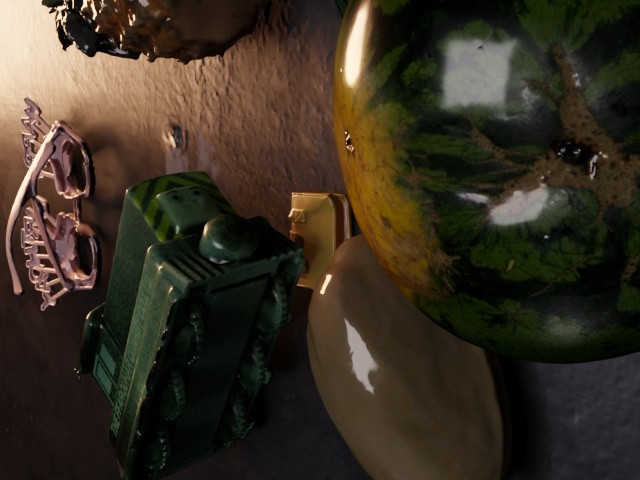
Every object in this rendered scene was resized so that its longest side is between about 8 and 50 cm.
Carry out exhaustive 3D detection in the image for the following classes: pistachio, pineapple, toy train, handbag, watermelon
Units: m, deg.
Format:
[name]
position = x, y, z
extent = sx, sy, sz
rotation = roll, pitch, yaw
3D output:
[pistachio]
position = 0.066, 0.102, 0.769
extent = 0.136, 0.136, 0.226
rotation = -32, 83, 46
[pineapple]
position = -0.185, -0.238, 0.928
extent = 0.310, 0.170, 0.141
rotation = 11, 65, 50
[toy train]
position = -0.134, 0.080, 0.943
extent = 0.178, 0.138, 0.330
rotation = 51, 140, 30
[handbag]
position = 0.000, 0.000, 0.879
extent = 0.061, 0.027, 0.083
rotation = 5, 99, 50
[watermelon]
position = 0.129, -0.068, 0.557
extent = 0.269, 0.269, 0.269
rotation = 15, 111, 44

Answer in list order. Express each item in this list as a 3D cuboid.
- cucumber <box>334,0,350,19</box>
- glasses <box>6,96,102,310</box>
[cucumber]
position = 0.036, -0.182, 0.778
extent = 0.048, 0.048, 0.105
rotation = -27, 85, 47
[glasses]
position = -0.327, -0.031, 1.174
extent = 0.162, 0.095, 0.255
rotation = 23, 114, 51
